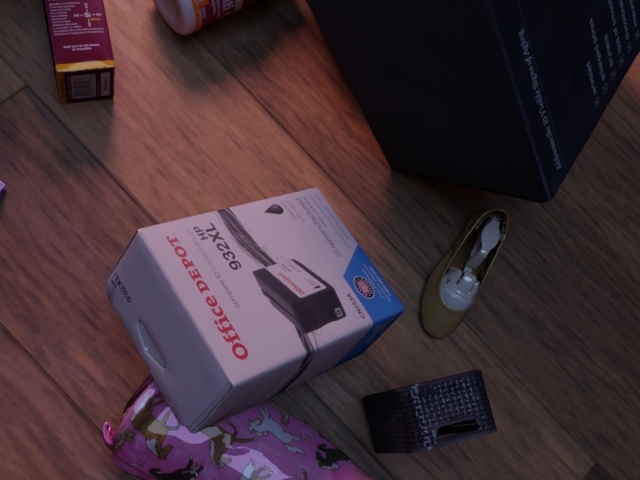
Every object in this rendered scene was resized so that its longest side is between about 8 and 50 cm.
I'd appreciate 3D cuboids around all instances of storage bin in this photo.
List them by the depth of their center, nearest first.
[{"bbox_3d":[0.144,0.236,1.079,0.122,0.180,0.084,-9,77,-18],"label":"storage bin"}]

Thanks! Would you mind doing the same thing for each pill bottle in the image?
[{"bbox_3d":[-0.144,-0.413,1.211,0.221,0.121,0.121,-32,85,-20],"label":"pill bottle"}]

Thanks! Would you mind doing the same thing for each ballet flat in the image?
[{"bbox_3d":[0.223,0.041,1.212,0.080,0.073,0.232,30,70,-5],"label":"ballet flat"}]

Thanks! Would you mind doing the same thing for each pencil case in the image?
[{"bbox_3d":[-0.085,0.302,1.014,0.386,0.160,0.167,36,24,-3],"label":"pencil case"}]

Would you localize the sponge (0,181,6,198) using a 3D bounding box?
[{"bbox_3d":[-0.546,-0.087,1.059,0.210,0.031,0.117,35,69,-4],"label":"sponge"}]

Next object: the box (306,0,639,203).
[{"bbox_3d":[0.249,-0.395,1.100,0.471,0.297,0.480,-55,138,-22],"label":"box"}]

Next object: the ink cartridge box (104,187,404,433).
[{"bbox_3d":[-0.078,0.074,1.008,0.307,0.129,0.223,-17,66,-45],"label":"ink cartridge box"}]

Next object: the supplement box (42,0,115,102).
[{"bbox_3d":[-0.351,-0.307,1.134,0.081,0.104,0.188,-9,78,-18],"label":"supplement box"}]
